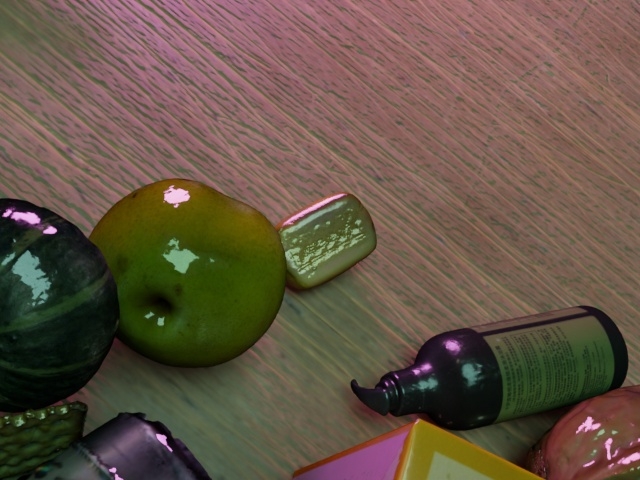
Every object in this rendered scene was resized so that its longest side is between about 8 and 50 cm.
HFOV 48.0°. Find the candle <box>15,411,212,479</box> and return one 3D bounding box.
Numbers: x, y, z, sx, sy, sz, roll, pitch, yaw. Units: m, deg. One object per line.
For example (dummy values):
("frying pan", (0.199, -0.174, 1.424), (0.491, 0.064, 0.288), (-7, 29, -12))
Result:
("candle", (-0.209, 0.267, 0.485), (0.330, 0.187, 0.187), (-29, 79, -30))

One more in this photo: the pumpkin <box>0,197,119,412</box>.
("pumpkin", (-0.230, 0.049, 0.535), (0.167, 0.167, 0.125), (53, 21, 9))

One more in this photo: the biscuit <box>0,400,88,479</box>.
("biscuit", (-0.278, 0.170, 0.533), (0.203, 0.144, 0.016), (-9, 57, -25))

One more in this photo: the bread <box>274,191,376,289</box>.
("bread", (0.000, 0.000, 0.760), (0.115, 0.056, 0.082), (-33, 98, -17))

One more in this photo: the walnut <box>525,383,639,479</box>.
("walnut", (0.312, 0.237, 0.686), (0.245, 0.198, 0.198), (-3, 67, -25))

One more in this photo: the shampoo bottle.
("shampoo bottle", (0.174, 0.135, 0.733), (0.284, 0.101, 0.101), (-7, 69, -23))

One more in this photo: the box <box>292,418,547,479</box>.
("box", (0.063, 0.308, 0.507), (0.214, 0.283, 0.259), (25, 61, -6))

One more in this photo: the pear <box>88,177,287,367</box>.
("pear", (-0.116, 0.016, 0.664), (0.180, 0.166, 0.216), (15, 30, 1))
